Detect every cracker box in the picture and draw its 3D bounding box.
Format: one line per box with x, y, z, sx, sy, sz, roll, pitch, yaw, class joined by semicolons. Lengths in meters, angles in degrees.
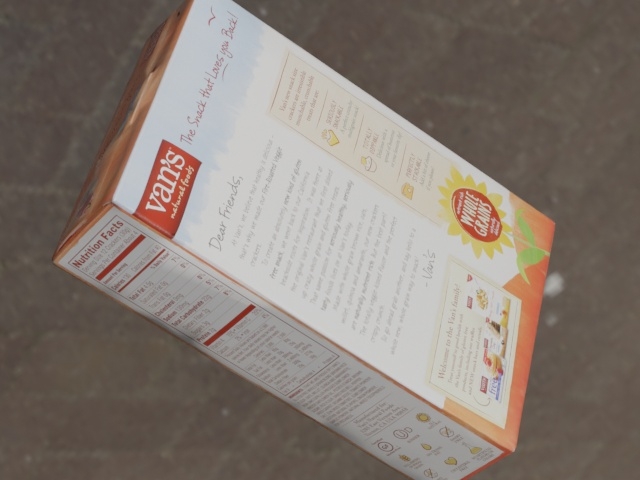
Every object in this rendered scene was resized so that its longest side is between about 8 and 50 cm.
0.000;0.000;0.870;0.232;0.156;0.067;34;136;-18;cracker box
